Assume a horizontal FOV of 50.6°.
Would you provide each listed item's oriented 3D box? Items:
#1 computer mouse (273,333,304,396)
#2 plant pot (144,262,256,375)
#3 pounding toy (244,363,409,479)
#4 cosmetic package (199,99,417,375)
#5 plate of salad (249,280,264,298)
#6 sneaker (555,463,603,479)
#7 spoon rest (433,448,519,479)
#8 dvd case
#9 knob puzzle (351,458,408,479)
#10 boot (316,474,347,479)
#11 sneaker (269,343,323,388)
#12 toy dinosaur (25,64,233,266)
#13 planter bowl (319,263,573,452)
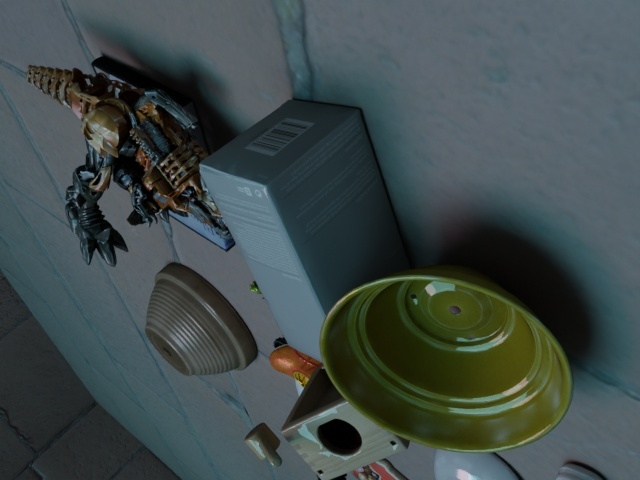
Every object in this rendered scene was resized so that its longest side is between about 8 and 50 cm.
[{"bbox_3d":[-0.014,0.228,1.061,0.106,0.042,0.193,21,143,39],"label":"computer mouse"},{"bbox_3d":[-0.236,0.165,1.220,0.237,0.110,0.237,35,151,23],"label":"plant pot"},{"bbox_3d":[0.010,0.225,0.790,0.206,0.181,0.094,-33,101,32],"label":"pounding toy"},{"bbox_3d":[0.000,0.000,0.653,0.107,0.127,0.237,19,140,41],"label":"cosmetic package"},{"bbox_3d":[-0.025,0.078,0.873,0.200,0.048,0.199,34,150,24],"label":"plate of salad"},{"bbox_3d":[0.287,0.344,0.736,0.080,0.094,0.212,2,129,52],"label":"sneaker"},{"bbox_3d":[0.218,0.371,0.908,0.137,0.084,0.276,17,127,42],"label":"spoon rest"},{"bbox_3d":[-0.206,-0.110,0.907,0.180,0.022,0.253,29,148,30],"label":"dvd case"},{"bbox_3d":[0.099,0.425,1.176,0.213,0.030,0.213,34,151,23],"label":"knob puzzle"},{"bbox_3d":[0.032,0.336,1.077,0.045,0.099,0.121,26,146,32],"label":"boot"},{"bbox_3d":[0.002,0.187,0.922,0.175,0.067,0.064,14,133,25],"label":"sneaker"},{"bbox_3d":[-0.214,-0.106,0.794,0.322,0.164,0.218,54,142,27],"label":"toy dinosaur"},{"bbox_3d":[0.116,0.088,0.612,0.217,0.090,0.217,12,130,15],"label":"planter bowl"}]
